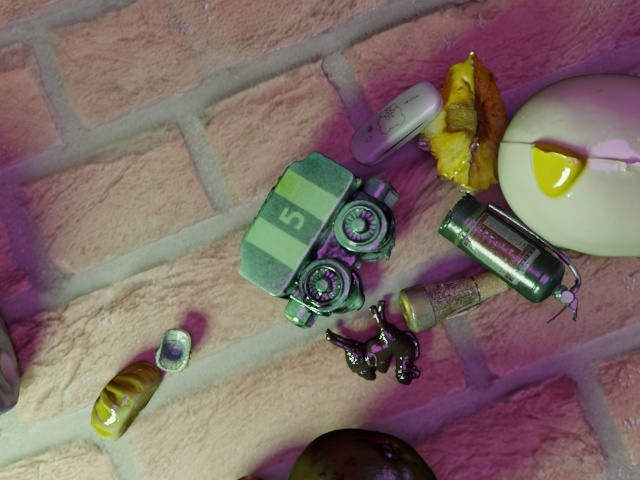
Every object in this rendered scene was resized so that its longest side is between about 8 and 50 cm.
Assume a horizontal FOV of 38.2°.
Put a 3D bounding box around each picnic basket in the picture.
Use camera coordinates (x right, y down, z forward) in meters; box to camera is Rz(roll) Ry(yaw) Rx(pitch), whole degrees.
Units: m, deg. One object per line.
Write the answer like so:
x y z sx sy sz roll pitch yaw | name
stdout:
-0.264 0.201 1.678 0.065 0.083 0.083 16 92 -4 | picnic basket

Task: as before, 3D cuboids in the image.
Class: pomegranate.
0.062 0.484 1.554 0.291 0.291 0.323 13 85 2 | pomegranate

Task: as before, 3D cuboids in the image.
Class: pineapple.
0.253 -0.188 1.677 0.164 0.140 0.249 -17 68 41 | pineapple

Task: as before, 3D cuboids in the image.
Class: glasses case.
0.135 -0.209 1.664 0.193 0.049 0.074 -38 56 22 | glasses case

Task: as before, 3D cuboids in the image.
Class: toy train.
0.000 0.000 1.645 0.238 0.167 0.299 33 88 12 | toy train

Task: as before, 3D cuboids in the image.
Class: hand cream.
0.246 0.099 1.676 0.203 0.084 0.083 -19 88 -7 | hand cream

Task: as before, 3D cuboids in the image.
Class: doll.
0.107 0.199 1.683 0.139 0.057 0.165 -33 93 -2 | doll

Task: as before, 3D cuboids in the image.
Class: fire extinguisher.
0.349 0.035 1.624 0.294 0.093 0.118 38 98 17 | fire extinguisher

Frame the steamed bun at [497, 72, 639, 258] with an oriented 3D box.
0.486 -0.125 1.545 0.374 0.334 0.333 4 89 4 | steamed bun

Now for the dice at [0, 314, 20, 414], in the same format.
-0.702 0.217 1.593 0.270 0.271 0.270 -21 89 1 | dice

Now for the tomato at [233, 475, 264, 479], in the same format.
-0.120 0.489 1.665 0.139 0.091 0.159 45 117 11 | tomato

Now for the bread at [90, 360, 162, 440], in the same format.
-0.362 0.294 1.675 0.083 0.094 0.157 35 98 -2 | bread
